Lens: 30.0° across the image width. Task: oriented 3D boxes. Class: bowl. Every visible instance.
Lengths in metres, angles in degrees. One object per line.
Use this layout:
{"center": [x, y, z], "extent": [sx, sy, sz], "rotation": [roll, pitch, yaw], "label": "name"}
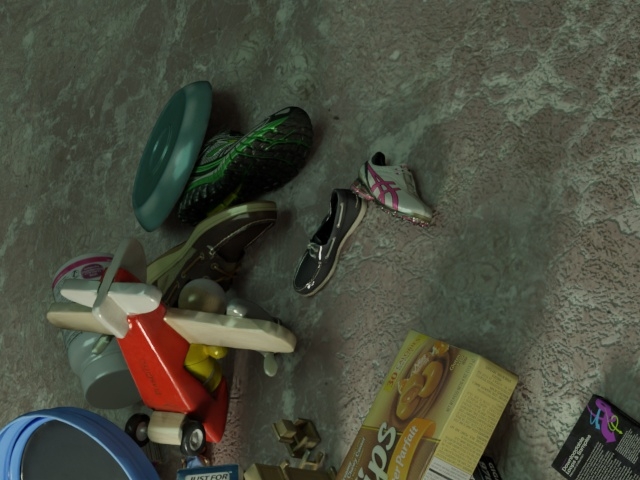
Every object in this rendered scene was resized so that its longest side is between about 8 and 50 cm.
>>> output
{"center": [-0.420, 0.471, 2.076], "extent": [0.391, 0.077, 0.391], "rotation": [10, 110, 29], "label": "bowl"}

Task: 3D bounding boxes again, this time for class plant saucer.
{"center": [-0.298, -0.171, 2.328], "extent": [0.317, 0.043, 0.318], "rotation": [-51, 26, 38], "label": "plant saucer"}

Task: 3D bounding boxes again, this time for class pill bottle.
{"center": [-0.420, 0.176, 2.325], "extent": [0.160, 0.160, 0.283], "rotation": [-44, 49, 27], "label": "pill bottle"}

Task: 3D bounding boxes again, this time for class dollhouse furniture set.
{"center": [-0.080, 0.360, 1.885], "extent": [0.101, 0.182, 0.161], "rotation": [-49, 47, 23], "label": "dollhouse furniture set"}

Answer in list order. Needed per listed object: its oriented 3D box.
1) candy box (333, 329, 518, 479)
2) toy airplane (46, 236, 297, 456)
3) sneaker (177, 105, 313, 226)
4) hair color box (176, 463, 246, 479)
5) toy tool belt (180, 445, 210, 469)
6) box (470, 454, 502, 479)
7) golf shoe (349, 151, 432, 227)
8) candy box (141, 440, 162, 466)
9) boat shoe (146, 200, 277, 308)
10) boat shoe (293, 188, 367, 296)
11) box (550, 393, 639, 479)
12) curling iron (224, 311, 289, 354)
{"center": [0.133, 0.298, 1.691], "extent": [0.183, 0.087, 0.316], "rotation": [16, 78, 61], "label": "candy box"}
{"center": [-0.258, 0.144, 2.018], "extent": [0.272, 0.386, 0.384], "rotation": [-54, 0, -43], "label": "toy airplane"}
{"center": [-0.151, -0.158, 2.182], "extent": [0.343, 0.134, 0.146], "rotation": [-30, 55, 37], "label": "sneaker"}
{"center": [-0.149, 0.537, 1.843], "extent": [0.105, 0.174, 0.347], "rotation": [-7, 65, 7], "label": "hair color box"}
{"center": [-0.224, 0.398, 2.119], "extent": [0.052, 0.051, 0.083], "rotation": [-31, 55, 36], "label": "toy tool belt"}
{"center": [0.203, 0.434, 1.657], "extent": [0.175, 0.051, 0.220], "rotation": [-44, 49, 27], "label": "box"}
{"center": [0.120, -0.084, 1.918], "extent": [0.186, 0.067, 0.086], "rotation": [37, 102, 47], "label": "golf shoe"}
{"center": [-0.400, 0.403, 2.202], "extent": [0.109, 0.186, 0.053], "rotation": [-36, 55, 33], "label": "candy box"}
{"center": [-0.192, 0.042, 2.180], "extent": [0.342, 0.123, 0.123], "rotation": [-32, 71, 33], "label": "boat shoe"}
{"center": [0.000, 0.000, 2.016], "extent": [0.206, 0.065, 0.075], "rotation": [-59, 44, 14], "label": "boat shoe"}
{"center": [0.385, 0.288, 1.536], "extent": [0.162, 0.029, 0.116], "rotation": [38, 104, 45], "label": "box"}
{"center": [-0.151, 0.153, 2.143], "extent": [0.274, 0.035, 0.068], "rotation": [12, 85, 48], "label": "curling iron"}
